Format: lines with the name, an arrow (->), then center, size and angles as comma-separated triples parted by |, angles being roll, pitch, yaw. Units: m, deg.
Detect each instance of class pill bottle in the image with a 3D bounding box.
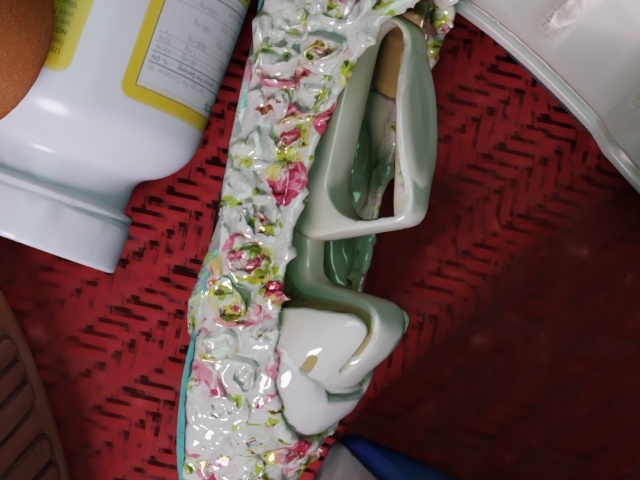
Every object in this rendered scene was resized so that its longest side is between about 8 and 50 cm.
pill bottle -> -0.082, -0.086, 0.650 | 0.103, 0.103, 0.184 | 20, 87, -4

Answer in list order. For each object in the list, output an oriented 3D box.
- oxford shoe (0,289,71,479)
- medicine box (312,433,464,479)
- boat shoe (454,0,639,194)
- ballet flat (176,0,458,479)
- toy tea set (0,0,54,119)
oxford shoe -> -0.226, 0.033, 0.644 | 0.146, 0.140, 0.397 | -25, 99, 30
medicine box -> 0.119, 0.196, 0.581 | 0.289, 0.263, 0.149 | 25, 86, -4
boat shoe -> 0.096, -0.132, 0.682 | 0.335, 0.095, 0.112 | 49, 125, 1
ballet flat -> 0.000, 0.000, 0.651 | 0.077, 0.091, 0.241 | 13, 97, 30
toy tea set -> -0.161, -0.186, 0.585 | 0.200, 0.124, 0.336 | -43, 60, 14
